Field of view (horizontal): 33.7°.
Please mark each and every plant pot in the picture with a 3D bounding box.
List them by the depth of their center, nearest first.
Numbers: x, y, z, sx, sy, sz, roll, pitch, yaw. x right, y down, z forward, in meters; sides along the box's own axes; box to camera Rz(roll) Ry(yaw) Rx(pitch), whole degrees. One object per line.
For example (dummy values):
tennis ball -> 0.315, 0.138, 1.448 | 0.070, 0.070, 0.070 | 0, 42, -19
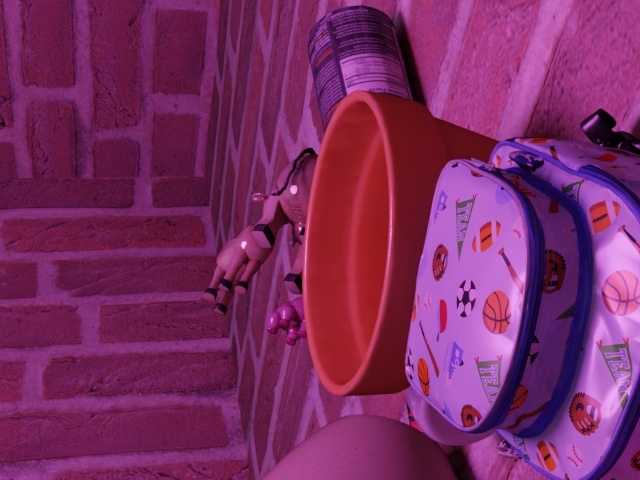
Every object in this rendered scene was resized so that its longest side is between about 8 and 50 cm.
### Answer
plant pot -> 0.116, 0.007, 1.032 | 0.291, 0.204, 0.290 | -177, 90, -75

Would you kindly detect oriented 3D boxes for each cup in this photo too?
cup -> 0.049, 0.352, 1.261 | 0.331, 0.331, 0.237 | 104, -174, -49

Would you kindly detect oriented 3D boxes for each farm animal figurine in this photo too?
farm animal figurine -> 0.000, 0.000, 1.412 | 0.326, 0.331, 0.172 | 81, -153, -53

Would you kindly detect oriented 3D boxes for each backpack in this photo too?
backpack -> 0.193, 0.052, 0.774 | 0.263, 0.213, 0.276 | -149, 61, -62

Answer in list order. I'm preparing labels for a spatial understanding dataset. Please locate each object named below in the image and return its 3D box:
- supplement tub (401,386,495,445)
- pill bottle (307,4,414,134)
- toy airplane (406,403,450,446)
supplement tub -> 0.135, 0.131, 1.187 | 0.190, 0.117, 0.117 | -115, 27, -61
pill bottle -> 0.061, -0.192, 1.441 | 0.130, 0.131, 0.245 | 107, 158, -54
toy airplane -> 0.140, 0.229, 1.369 | 0.151, 0.028, 0.151 | 177, 90, -76
